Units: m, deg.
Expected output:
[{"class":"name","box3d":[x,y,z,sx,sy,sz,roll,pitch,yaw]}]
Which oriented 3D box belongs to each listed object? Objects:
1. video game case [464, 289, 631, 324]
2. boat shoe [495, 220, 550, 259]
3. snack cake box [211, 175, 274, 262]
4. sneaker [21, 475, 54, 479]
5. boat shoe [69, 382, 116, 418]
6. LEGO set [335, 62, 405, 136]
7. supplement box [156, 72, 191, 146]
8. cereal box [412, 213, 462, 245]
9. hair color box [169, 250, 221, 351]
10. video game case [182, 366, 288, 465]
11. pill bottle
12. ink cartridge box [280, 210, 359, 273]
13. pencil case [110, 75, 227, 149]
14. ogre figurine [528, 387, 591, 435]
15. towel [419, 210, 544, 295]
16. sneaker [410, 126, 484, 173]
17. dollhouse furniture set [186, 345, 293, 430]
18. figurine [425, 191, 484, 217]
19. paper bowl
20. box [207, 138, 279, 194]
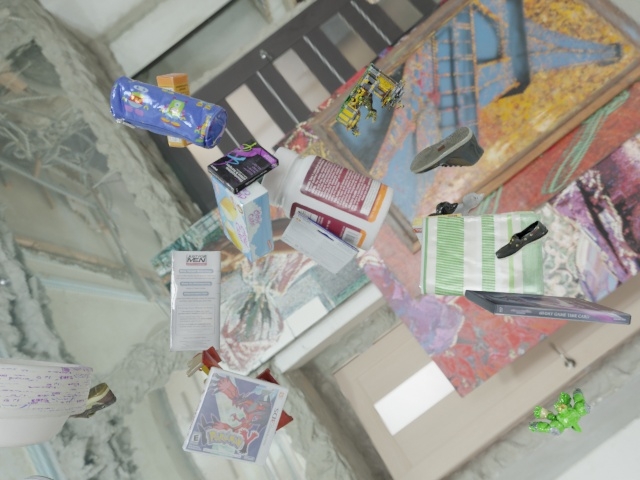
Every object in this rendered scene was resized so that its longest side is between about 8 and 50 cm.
[{"class":"video game case","box3d":[0.479,0.142,1.053,0.196,0.274,0.026,-97,13,-87]},{"class":"boat shoe","box3d":[0.465,0.000,1.134,0.042,0.133,0.049,45,-146,-10]},{"class":"snack cake box","box3d":[-0.223,-0.075,1.421,0.152,0.089,0.264,42,152,28]},{"class":"sneaker","box3d":[-0.581,0.602,0.992,0.282,0.099,0.153,26,-173,23]},{"class":"boat shoe","box3d":[-0.704,0.499,1.451,0.073,0.223,0.080,55,-159,-16]},{"class":"LEGO set","box3d":[0.201,-0.499,1.789,0.192,0.255,0.331,34,-162,-9]},{"class":"supplement box","box3d":[-0.482,-0.438,1.637,0.080,0.078,0.233,13,120,25]},{"class":"cereal box","box3d":[0.449,0.007,1.729,0.240,0.173,0.047,57,-138,-37]},{"class":"hair color box","box3d":[-0.480,0.229,1.863,0.113,0.185,0.375,159,111,-75]},{"class":"video game case","box3d":[-0.188,0.405,1.109,0.201,0.183,0.023,24,166,-26]},{"class":"pill bottle","box3d":[0.018,-0.140,1.560,0.392,0.224,0.224,24,180,2]},{"class":"ink cartridge box","box3d":[0.000,0.000,1.506,0.223,0.045,0.224,33,153,-4]},{"class":"pencil case","box3d":[-0.406,-0.333,1.283,0.306,0.133,0.119,17,162,4]},{"class":"ogre figurine","box3d":[0.740,0.529,1.475,0.118,0.197,0.097,127,127,-87]},{"class":"towel","box3d":[0.444,0.039,1.357,0.038,0.324,0.248,44,-131,-58]},{"class":"sneaker","box3d":[0.401,-0.252,1.532,0.118,0.222,0.083,38,-144,-35]},{"class":"dollhouse furniture set","box3d":[-0.266,0.471,1.611,0.374,0.152,0.201,54,179,-21]},{"class":"figurine","box3d":[0.490,-0.098,1.804,0.092,0.214,0.209,61,155,21]},{"class":"paper bowl","box3d":[-0.596,0.301,0.918,0.284,0.284,0.148,50,-138,-70]},{"class":"box","box3d":[-0.212,-0.205,1.329,0.116,0.162,0.029,39,153,22]}]
